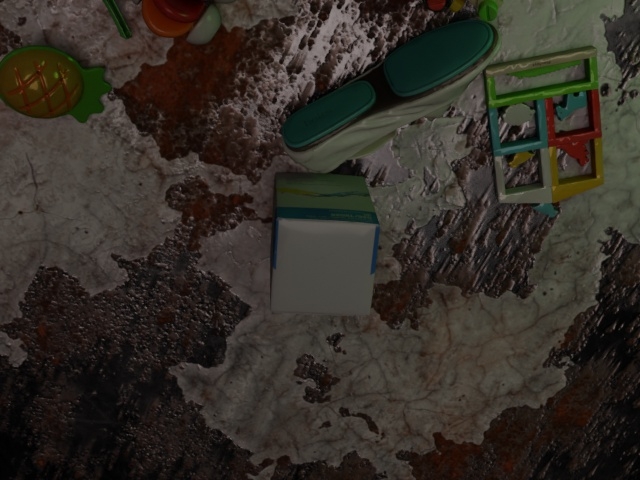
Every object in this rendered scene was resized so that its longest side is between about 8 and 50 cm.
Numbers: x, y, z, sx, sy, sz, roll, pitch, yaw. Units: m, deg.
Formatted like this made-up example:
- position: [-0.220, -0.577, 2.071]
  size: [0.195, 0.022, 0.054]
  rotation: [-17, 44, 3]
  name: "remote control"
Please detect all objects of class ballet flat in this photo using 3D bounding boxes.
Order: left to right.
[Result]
- position: [0.125, -0.232, 1.420]
  size: [0.400, 0.139, 0.139]
  rotation: [-27, 112, 14]
  name: "ballet flat"

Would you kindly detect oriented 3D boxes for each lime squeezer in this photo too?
- position: [-0.355, -0.461, 1.296]
  size: [0.059, 0.110, 0.310]
  rotation: [-27, 144, -28]
  name: "lime squeezer"

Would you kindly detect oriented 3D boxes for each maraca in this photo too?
- position: [-0.442, -0.256, 1.403]
  size: [0.185, 0.099, 0.127]
  rotation: [10, 122, -34]
  name: "maraca"

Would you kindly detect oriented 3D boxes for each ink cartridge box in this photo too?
- position: [0.000, 0.000, 1.449]
  size: [0.168, 0.233, 0.171]
  rotation: [2, 113, -5]
  name: "ink cartridge box"

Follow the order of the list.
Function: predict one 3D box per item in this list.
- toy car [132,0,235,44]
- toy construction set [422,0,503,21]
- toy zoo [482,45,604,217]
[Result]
- position: [-0.212, -0.398, 1.320]
  size: [0.159, 0.136, 0.182]
  rotation: [33, 109, -14]
  name: "toy car"
- position: [0.208, -0.471, 1.290]
  size: [0.327, 0.151, 0.215]
  rotation: [43, 131, -10]
  name: "toy construction set"
- position: [0.395, -0.179, 1.489]
  size: [0.192, 0.030, 0.293]
  rotation: [-11, 114, 3]
  name: "toy zoo"
